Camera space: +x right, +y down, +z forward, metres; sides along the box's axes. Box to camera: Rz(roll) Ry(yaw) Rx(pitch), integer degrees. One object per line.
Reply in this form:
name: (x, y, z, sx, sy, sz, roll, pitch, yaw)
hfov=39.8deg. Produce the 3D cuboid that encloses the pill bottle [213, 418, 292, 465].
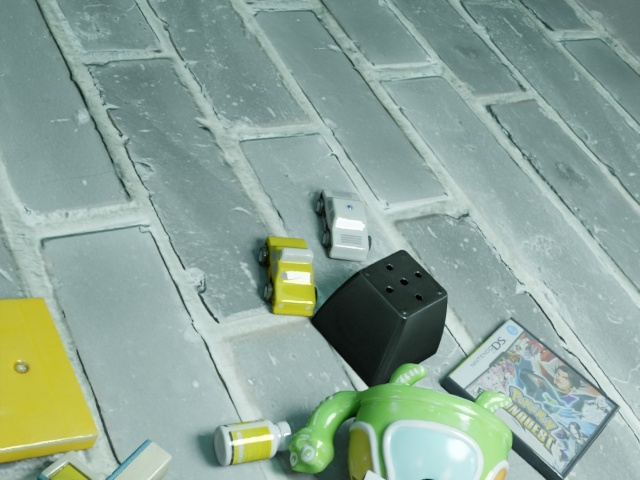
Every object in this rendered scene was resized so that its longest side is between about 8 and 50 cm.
pill bottle: (-0.108, 0.323, 1.429, 0.116, 0.065, 0.065, -4, 49, -25)

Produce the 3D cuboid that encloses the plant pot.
plant pot: (0.128, 0.129, 1.646, 0.188, 0.167, 0.187, -23, 60, -39)

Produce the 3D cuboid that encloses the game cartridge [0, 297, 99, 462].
game cartridge: (-0.529, 0.211, 1.323, 0.324, 0.052, 0.285, -1, 47, -41)

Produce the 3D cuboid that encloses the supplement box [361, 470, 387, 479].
supplement box: (0.065, 0.447, 1.266, 0.111, 0.220, 0.114, 27, 42, 3)

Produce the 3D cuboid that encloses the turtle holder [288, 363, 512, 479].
turtle holder: (0.138, 0.336, 1.392, 0.320, 0.243, 0.227, 28, 59, -18)

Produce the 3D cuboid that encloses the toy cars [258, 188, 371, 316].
toy cars: (0.000, 0.000, 1.777, 0.176, 0.087, 0.394, 35, 44, 12)

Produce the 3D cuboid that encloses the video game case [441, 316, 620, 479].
video game case: (0.405, 0.297, 1.692, 0.275, 0.035, 0.248, 41, 46, 18)

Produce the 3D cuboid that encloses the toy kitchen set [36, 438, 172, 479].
toy kitchen set: (-0.322, 0.340, 1.218, 0.166, 0.207, 0.122, 34, 43, 12)
